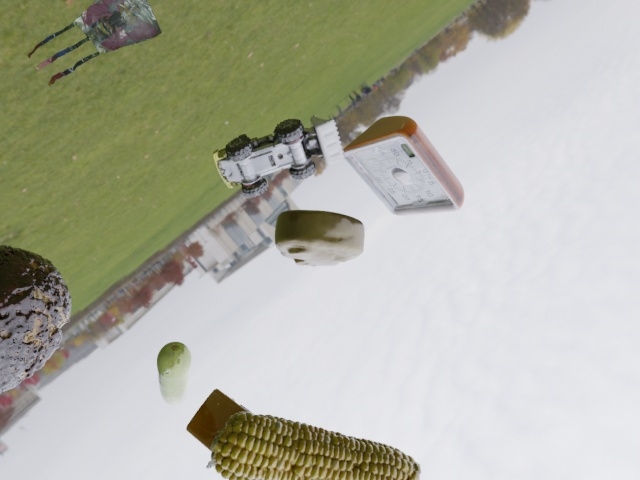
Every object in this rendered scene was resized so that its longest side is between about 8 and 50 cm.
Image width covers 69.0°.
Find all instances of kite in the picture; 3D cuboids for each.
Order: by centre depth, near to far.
[{"bbox_3d":[-0.628,-0.567,1.290,0.360,0.204,0.022,-39,176,-7],"label":"kite"}]

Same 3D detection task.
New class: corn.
[{"bbox_3d":[-0.003,0.321,0.671,0.102,0.312,0.102,-162,-90,-81],"label":"corn"}]

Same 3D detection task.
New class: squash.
[{"bbox_3d":[-0.357,0.332,1.139,0.083,0.083,0.250,-48,163,-42],"label":"squash"}]

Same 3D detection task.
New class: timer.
[{"bbox_3d":[0.226,-0.187,1.181,0.161,0.257,0.250,-47,-157,-7],"label":"timer"}]

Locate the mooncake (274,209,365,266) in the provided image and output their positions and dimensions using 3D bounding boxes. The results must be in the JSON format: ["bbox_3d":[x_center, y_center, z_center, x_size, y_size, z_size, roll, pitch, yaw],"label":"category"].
[{"bbox_3d":[0.000,0.000,1.194,0.234,0.234,0.117,-21,-120,59],"label":"mooncake"}]

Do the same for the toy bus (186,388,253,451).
[{"bbox_3d":[-0.128,0.358,0.822,0.200,0.114,0.098,25,-114,30],"label":"toy bus"}]

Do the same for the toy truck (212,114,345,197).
[{"bbox_3d":[-0.096,-0.199,1.044,0.285,0.136,0.111,-16,-141,4],"label":"toy truck"}]

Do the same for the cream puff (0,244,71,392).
[{"bbox_3d":[-0.492,0.126,0.705,0.238,0.165,0.239,-19,-129,25],"label":"cream puff"}]
